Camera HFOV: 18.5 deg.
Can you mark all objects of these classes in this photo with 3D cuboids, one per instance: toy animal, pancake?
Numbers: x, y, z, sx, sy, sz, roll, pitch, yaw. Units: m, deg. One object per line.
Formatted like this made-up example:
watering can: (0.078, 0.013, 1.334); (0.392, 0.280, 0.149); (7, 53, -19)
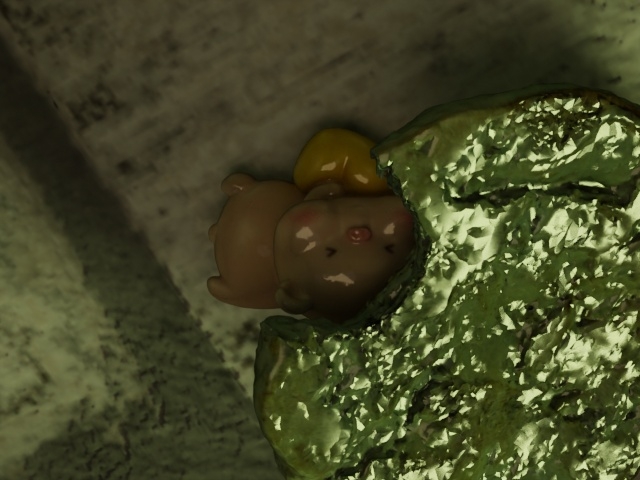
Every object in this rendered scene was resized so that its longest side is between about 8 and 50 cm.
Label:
toy animal: (0.000, 0.000, 0.914); (0.114, 0.082, 0.091); (1, 117, 6)
pancake: (0.085, 0.042, 0.900); (0.253, 0.037, 0.254); (-13, 123, -21)
